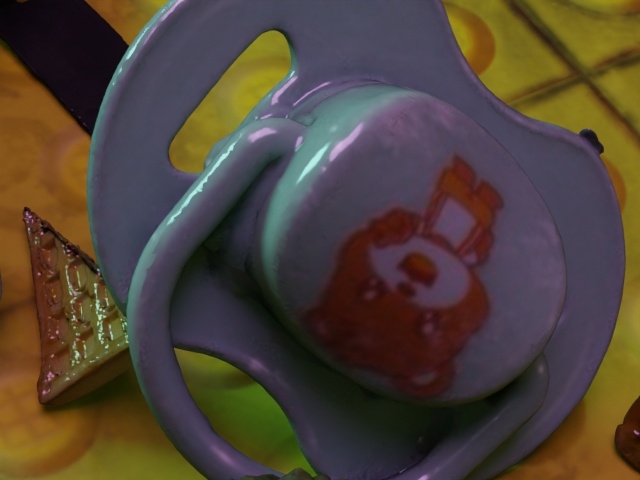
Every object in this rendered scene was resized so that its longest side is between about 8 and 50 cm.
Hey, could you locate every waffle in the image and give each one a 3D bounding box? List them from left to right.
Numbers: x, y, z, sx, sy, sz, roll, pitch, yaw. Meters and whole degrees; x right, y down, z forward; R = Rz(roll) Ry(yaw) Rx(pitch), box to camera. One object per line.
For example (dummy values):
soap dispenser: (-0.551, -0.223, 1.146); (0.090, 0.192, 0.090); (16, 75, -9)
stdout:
waffle: (-0.135, 0.019, 1.084); (0.097, 0.023, 0.153); (-34, 47, 24)

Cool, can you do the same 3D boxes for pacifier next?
pacifier: (0.000, 0.000, 1.038); (0.343, 0.269, 0.288); (44, 81, -22)

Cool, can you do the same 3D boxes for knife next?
knife: (-0.188, -0.148, 1.258); (0.072, 0.019, 0.245); (-29, 61, -31)

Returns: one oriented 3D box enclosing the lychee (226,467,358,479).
lychee: (-0.002, 0.239, 0.809); (0.255, 0.274, 0.255); (0, 19, 0)

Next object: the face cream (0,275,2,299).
face cream: (-0.233, 0.014, 1.069); (0.091, 0.091, 0.095); (-4, 43, -9)

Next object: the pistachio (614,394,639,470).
pistachio: (0.249, 0.080, 1.089); (0.173, 0.049, 0.089); (-23, 56, -23)
